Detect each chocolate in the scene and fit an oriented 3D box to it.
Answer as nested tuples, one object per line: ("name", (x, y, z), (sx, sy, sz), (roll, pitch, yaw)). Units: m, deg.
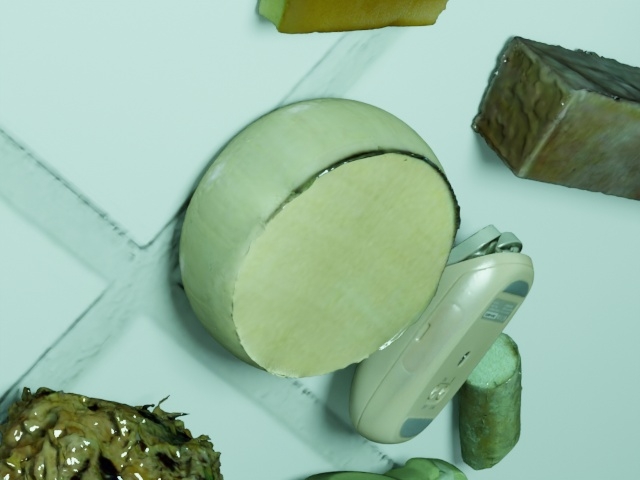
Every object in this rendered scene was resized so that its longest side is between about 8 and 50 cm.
("chocolate", (0.292, -0.102, 1.607), (0.321, 0.112, 0.112), (7, 122, -41))

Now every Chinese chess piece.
("Chinese chess piece", (0.000, 0.000, 1.447), (0.250, 0.103, 0.250), (-21, 131, -26))

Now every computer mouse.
("computer mouse", (0.108, 0.087, 1.588), (0.236, 0.082, 0.145), (-56, 157, 10))

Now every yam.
("yam", (0.175, 0.167, 1.724), (0.070, 0.070, 0.146), (-24, 129, -24))

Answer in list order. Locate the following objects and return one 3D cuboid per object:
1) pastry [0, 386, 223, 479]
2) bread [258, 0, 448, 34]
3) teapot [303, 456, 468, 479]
("pastry", (-0.165, 0.242, 1.379), (0.193, 0.275, 0.275), (-12, 143, 25))
("bread", (0.058, -0.219, 1.378), (0.226, 0.049, 0.088), (-8, 123, -36))
("teapot", (0.070, 0.345, 1.653), (0.321, 0.239, 0.239), (4, 103, -34))
